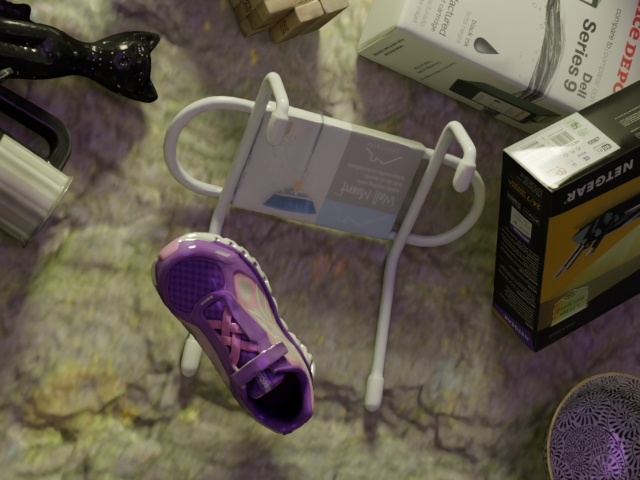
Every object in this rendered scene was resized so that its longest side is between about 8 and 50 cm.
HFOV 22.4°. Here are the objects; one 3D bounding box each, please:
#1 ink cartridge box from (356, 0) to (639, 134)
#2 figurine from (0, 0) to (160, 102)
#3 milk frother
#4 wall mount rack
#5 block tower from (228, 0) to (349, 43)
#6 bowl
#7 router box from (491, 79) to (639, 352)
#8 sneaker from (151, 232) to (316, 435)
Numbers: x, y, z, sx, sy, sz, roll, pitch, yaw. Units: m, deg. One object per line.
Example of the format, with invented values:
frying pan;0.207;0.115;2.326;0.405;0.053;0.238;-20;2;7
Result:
ink cartridge box;0.214;-0.248;1.735;0.289;0.121;0.211;22;76;-17
figurine;-0.240;-0.250;1.574;0.209;0.092;0.215;9;93;-28
milk frother;-0.294;-0.082;1.505;0.134;0.143;0.129;34;82;-13
wall mount rack;0.000;0.000;1.626;0.350;0.130;0.304;13;117;-18
block tower;-0.084;-0.372;1.655;0.091;0.097;0.335;-23;90;-23
bowl;0.299;0.228;1.724;0.170;0.080;0.170;3;81;-20
router box;0.327;-0.048;1.693;0.309;0.243;0.081;-27;51;-21
sneaker;-0.072;0.096;1.534;0.095;0.104;0.236;-32;119;7
